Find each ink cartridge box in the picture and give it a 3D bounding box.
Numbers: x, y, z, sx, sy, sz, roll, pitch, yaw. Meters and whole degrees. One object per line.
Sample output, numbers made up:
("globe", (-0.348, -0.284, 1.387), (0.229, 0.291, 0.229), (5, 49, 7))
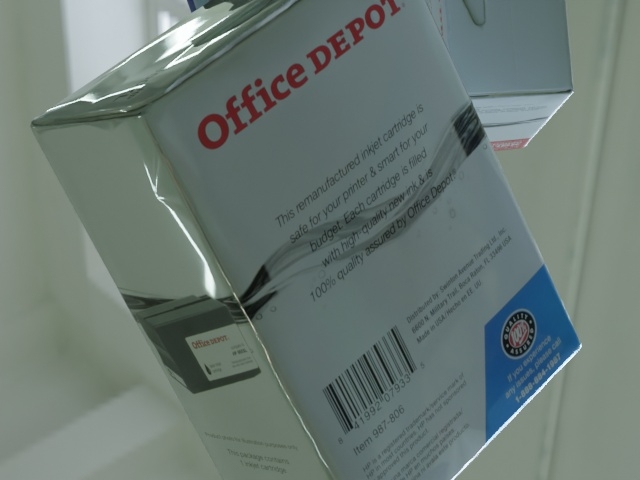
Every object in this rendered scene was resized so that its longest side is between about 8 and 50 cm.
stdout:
("ink cartridge box", (0.000, 0.000, 1.346), (0.166, 0.395, 0.285), (-1, -148, 50))
("ink cartridge box", (0.159, -0.205, 1.658), (0.114, 0.273, 0.197), (-4, -97, -2))

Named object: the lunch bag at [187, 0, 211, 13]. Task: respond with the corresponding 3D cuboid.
("lunch bag", (-0.059, -0.281, 1.548), (0.138, 0.221, 0.293), (8, -135, -13))
